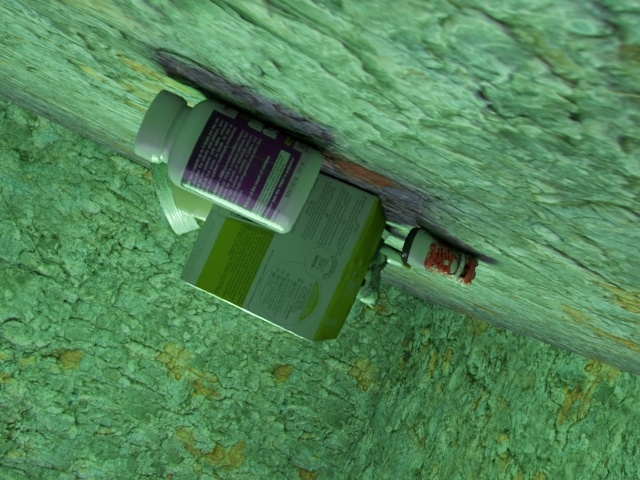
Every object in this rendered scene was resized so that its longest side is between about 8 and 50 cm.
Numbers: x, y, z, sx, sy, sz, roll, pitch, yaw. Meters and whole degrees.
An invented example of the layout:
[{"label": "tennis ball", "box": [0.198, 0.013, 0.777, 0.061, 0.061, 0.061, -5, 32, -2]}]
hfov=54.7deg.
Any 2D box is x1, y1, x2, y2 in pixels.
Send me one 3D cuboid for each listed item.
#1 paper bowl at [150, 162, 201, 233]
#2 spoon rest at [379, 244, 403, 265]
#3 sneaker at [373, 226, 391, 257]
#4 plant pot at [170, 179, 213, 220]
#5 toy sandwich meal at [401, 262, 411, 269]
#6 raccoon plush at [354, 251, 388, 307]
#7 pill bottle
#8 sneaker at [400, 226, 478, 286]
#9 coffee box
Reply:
[{"label": "paper bowl", "box": [-0.498, -0.175, 2.252, 0.148, 0.284, 0.284, -19, 179, -5]}, {"label": "spoon rest", "box": [0.156, 0.032, 2.134, 0.276, 0.084, 0.137, 25, 176, 0]}, {"label": "sneaker", "box": [0.060, -0.031, 1.711, 0.272, 0.108, 0.100, 23, 178, 36]}, {"label": "plant pot", "box": [-0.300, -0.148, 1.722, 0.284, 0.190, 0.284, 24, 176, 2]}, {"label": "toy sandwich meal", "box": [0.307, 0.084, 2.333, 0.086, 0.029, 0.085, 22, -177, -1]}, {"label": "raccoon plush", "box": [0.021, 0.069, 1.889, 0.299, 0.216, 0.446, 11, -171, -11]}, {"label": "pill bottle", "box": [-0.162, -0.145, 1.095, 0.302, 0.169, 0.169, 25, 176, -8]}, {"label": "sneaker", "box": [0.290, 0.042, 1.455, 0.145, 0.090, 0.270, 21, 179, 25]}, {"label": "coffee box", "box": [-0.065, 0.021, 1.458, 0.335, 0.338, 0.337, 23, 176, 12]}]
